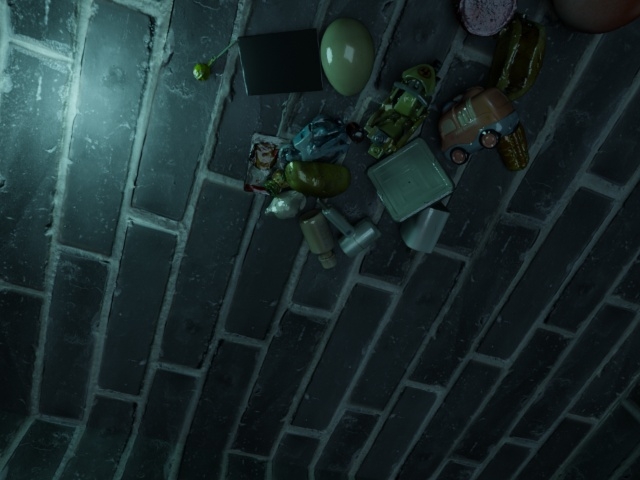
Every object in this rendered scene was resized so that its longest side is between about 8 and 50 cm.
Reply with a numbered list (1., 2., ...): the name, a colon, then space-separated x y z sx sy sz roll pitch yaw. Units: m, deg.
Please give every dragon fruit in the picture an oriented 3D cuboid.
1. dragon fruit: 0.555 -0.824 1.464 0.211 0.147 0.282 -28 111 18

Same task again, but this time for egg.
1. egg: 0.093 -0.628 1.481 0.188 0.189 0.254 -7 119 -2

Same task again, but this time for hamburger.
1. hamburger: 0.695 -0.631 1.520 0.132 0.211 0.309 9 116 -4

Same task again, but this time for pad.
1. pad: -0.141 -0.619 1.507 0.299 0.005 0.202 2 117 18

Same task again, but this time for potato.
1. potato: -0.007 -0.218 1.657 0.271 0.111 0.160 3 158 -24

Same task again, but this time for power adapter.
1. power adapter: 0.415 -0.046 1.780 0.124 0.187 0.255 14 113 -10

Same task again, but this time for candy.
1. candy: -0.370 -0.639 1.520 0.194 0.062 0.058 -41 114 3

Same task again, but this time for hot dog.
1. hot dog: 0.761 -0.395 1.712 0.115 0.072 0.269 -35 113 3

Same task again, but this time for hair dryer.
1. hair dryer: 0.093 -0.076 1.737 0.173 0.108 0.357 -39 132 11

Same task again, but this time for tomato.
1. tomato: 0.918 -0.833 1.391 0.321 0.321 0.322 -2 115 -4

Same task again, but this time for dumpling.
1. dumpling: -0.131 -0.134 1.737 0.188 0.108 0.127 -31 147 17

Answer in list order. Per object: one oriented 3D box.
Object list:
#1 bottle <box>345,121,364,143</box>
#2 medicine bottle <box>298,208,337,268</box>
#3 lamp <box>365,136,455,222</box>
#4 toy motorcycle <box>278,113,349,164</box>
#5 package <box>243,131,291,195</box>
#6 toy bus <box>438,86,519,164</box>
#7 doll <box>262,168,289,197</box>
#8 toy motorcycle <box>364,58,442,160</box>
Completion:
1. bottle: 0.131 -0.402 1.602 0.060 0.164 0.060 -2 115 -4
2. medicine bottle: 0.000 0.000 1.808 0.114 0.114 0.252 -20 115 5
3. lamp: 0.346 -0.234 1.675 0.266 0.047 0.269 -32 70 11
4. toy motorcycle: -0.013 -0.353 1.634 0.260 0.154 0.206 -37 135 25
5. package: -0.211 -0.296 1.698 0.154 0.030 0.239 10 113 -11
6. toy bus: 0.560 -0.430 1.577 0.287 0.194 0.232 -23 102 53
7. doll: -0.174 -0.226 1.701 0.078 0.076 0.113 48 65 -21
8. toy motorcycle: 0.303 -0.468 1.554 0.168 0.237 0.410 36 110 10
